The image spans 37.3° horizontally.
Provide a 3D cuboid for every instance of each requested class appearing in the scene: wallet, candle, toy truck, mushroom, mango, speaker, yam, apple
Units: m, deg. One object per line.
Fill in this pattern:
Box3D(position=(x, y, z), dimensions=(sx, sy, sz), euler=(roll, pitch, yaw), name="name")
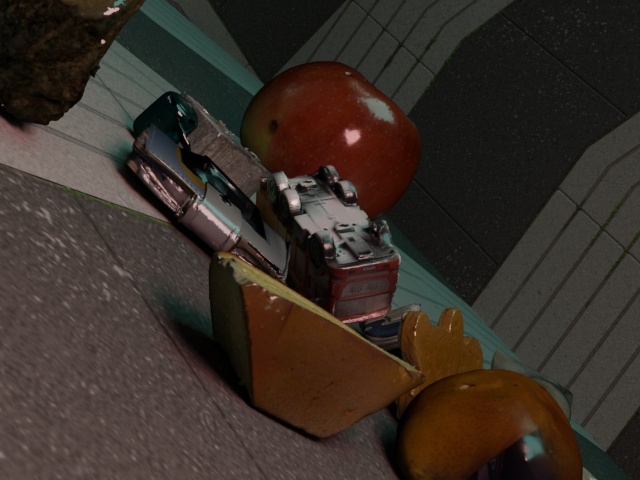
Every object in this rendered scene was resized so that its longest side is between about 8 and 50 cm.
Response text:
Box3D(position=(-0.121, -0.041, 1.082), dimensions=(0.231, 0.069, 0.170), euler=(40, 8, -14), name="wallet")
Box3D(position=(-0.158, -0.141, 1.416), dimensions=(0.192, 0.068, 0.168), euler=(43, 4, -2), name="candle")
Box3D(position=(0.000, 0.000, 1.214), dimensions=(0.114, 0.135, 0.270), euler=(-10, 34, -21), name="toy truck")
Box3D(position=(0.367, 0.294, 1.699), dimensions=(0.177, 0.126, 0.397), euler=(36, 7, 10), name="mushroom")
Box3D(position=(0.194, 0.229, 1.027), dimensions=(0.201, 0.152, 0.287), euler=(57, 12, 10), name="mango")
Box3D(position=(-0.194, -0.138, 1.200), dimensions=(0.060, 0.075, 0.094), euler=(38, 19, -40), name="speaker")
Box3D(position=(-0.303, -0.256, 0.834), dimensions=(0.300, 0.195, 0.195), euler=(42, 8, -17), name="yam")
Box3D(position=(0.022, -0.184, 1.809), dimensions=(0.348, 0.277, 0.348), euler=(44, 8, -8), name="apple")

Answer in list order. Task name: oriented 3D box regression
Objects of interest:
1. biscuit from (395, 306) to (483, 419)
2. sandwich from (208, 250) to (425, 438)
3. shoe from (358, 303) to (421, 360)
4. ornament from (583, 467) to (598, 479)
Box3D(position=(0.152, 0.162, 1.204), dimensions=(0.035, 0.158, 0.240), euler=(4, -6, 29), name="biscuit")
Box3D(position=(-0.017, 0.098, 0.821), dimensions=(0.258, 0.096, 0.094), euler=(36, 5, -41), name="sandwich")
Box3D(position=(0.106, 0.146, 1.289), dimensions=(0.207, 0.091, 0.106), euler=(-60, 133, -83), name="shoe")
Box3D(position=(0.280, 0.300, 1.213), dimensions=(0.130, 0.120, 0.285), euler=(34, 11, -29), name="ornament")
